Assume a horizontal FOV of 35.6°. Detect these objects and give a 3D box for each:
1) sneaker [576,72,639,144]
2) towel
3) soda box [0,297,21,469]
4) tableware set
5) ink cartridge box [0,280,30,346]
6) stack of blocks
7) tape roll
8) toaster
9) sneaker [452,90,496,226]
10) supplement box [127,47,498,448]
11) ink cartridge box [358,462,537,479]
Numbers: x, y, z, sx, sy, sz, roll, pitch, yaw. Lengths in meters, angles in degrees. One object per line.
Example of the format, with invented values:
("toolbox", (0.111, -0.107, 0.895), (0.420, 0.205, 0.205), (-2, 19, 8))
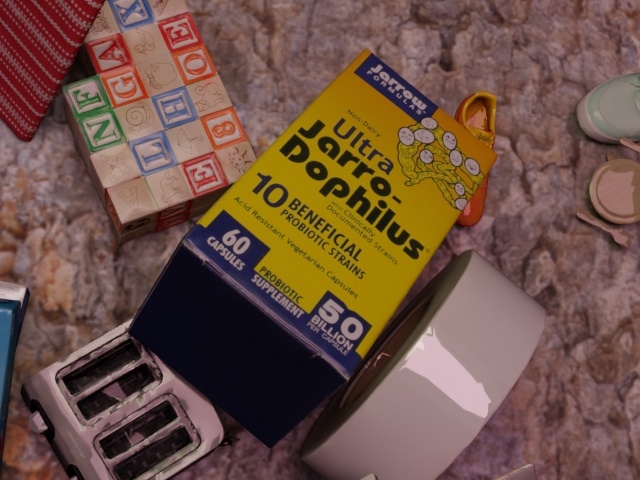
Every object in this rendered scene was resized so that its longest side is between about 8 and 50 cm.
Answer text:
("sneaker", (0.464, -0.199, 1.277), (0.256, 0.151, 0.094), (-12, 79, -14))
("towel", (-0.330, -0.257, 1.068), (0.199, 0.275, 0.031), (49, 44, 5))
("soda box", (-0.353, 0.163, 1.006), (0.071, 0.067, 0.210), (8, 93, -10))
("tableware set", (0.432, -0.034, 1.285), (0.194, 0.039, 0.128), (32, 82, 4))
("ink cartridge box", (-0.425, 0.078, 1.060), (0.207, 0.046, 0.097), (12, 72, -9))
("stack of blocks", (-0.208, -0.167, 1.153), (0.171, 0.087, 0.297), (-21, 80, -17))
("tape roll", (0.104, 0.146, 1.035), (0.100, 0.286, 0.286), (39, 71, 1))
("toaster", (-0.199, 0.183, 1.047), (0.186, 0.110, 0.168), (-30, 84, -18))
("sneaker", (0.184, -0.104, 1.234), (0.064, 0.067, 0.175), (8, 75, -12))
("supplement box", (0.000, 0.000, 1.040), (0.194, 0.195, 0.356), (39, 50, -1))
("ink cartridge box", (0.090, 0.320, 0.963), (0.261, 0.296, 0.066), (-26, 47, -5))
